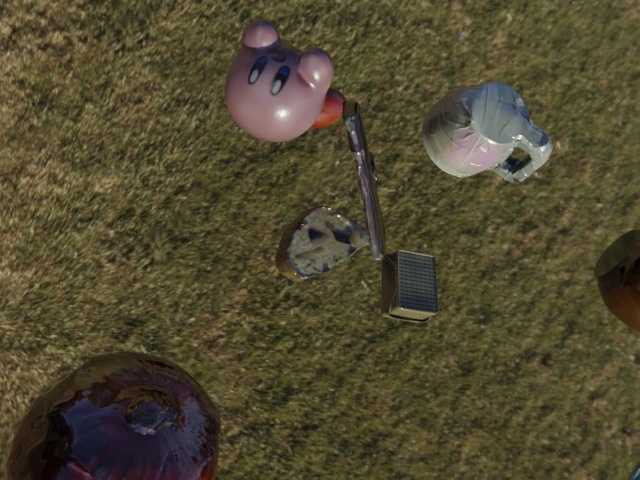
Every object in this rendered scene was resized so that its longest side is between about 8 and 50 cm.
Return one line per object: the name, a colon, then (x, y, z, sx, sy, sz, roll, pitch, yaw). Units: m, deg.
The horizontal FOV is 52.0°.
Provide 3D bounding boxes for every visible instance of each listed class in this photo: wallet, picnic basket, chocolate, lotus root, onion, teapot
wallet: (0.070, -0.095, 1.002, 0.031, 0.122, 0.232, -11, 111, 10)
picnic basket: (0.211, 0.108, 1.560, 0.115, 0.079, 0.164, 10, 65, -20)
chocolate: (0.497, 0.065, 0.961, 0.176, 0.177, 0.177, 4, 82, -27)
lotus root: (0.000, 0.000, 1.661, 0.260, 0.074, 0.170, -35, 96, -24)
onion: (-0.234, 0.244, 0.778, 0.246, 0.190, 0.246, 19, 39, -17)
teapot: (0.310, -0.189, 1.225, 0.163, 0.178, 0.221, -33, 93, -18)

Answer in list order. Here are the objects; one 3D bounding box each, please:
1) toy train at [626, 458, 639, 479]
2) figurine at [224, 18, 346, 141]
toy train: (0.579, 0.549, 1.242, 0.088, 0.086, 0.407, -17, 130, -53)
figurine: (-0.095, -0.316, 1.422, 0.269, 0.261, 0.211, 30, 85, 3)
